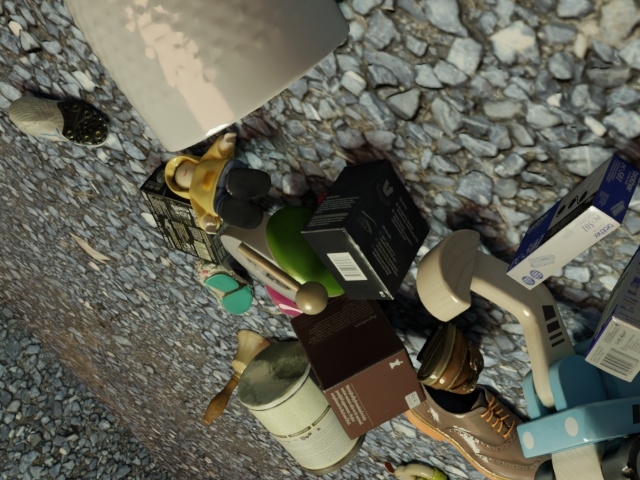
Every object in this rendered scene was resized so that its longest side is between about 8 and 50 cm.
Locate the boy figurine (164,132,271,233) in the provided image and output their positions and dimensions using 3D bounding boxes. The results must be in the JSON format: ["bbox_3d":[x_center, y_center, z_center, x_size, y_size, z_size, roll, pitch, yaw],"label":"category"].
[{"bbox_3d":[-0.184,-0.106,1.339,0.092,0.177,0.285,10,-170,-34],"label":"boy figurine"}]

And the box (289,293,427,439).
[{"bbox_3d":[0.069,0.224,1.454,0.203,0.167,0.168,59,175,50],"label":"box"}]

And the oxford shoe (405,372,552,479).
[{"bbox_3d":[0.337,0.378,1.541,0.364,0.130,0.132,24,141,17],"label":"oxford shoe"}]

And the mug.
[{"bbox_3d":[-0.125,-0.336,0.887,0.374,0.276,0.328,-26,111,22],"label":"mug"}]

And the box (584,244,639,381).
[{"bbox_3d":[0.430,0.099,1.048,0.072,0.137,0.126,26,148,16],"label":"box"}]

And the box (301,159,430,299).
[{"bbox_3d":[0.075,-0.015,1.204,0.093,0.158,0.156,-4,132,43],"label":"box"}]

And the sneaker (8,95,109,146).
[{"bbox_3d":[-0.515,-0.235,1.545,0.237,0.085,0.086,16,171,21],"label":"sneaker"}]

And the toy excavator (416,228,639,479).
[{"bbox_3d":[0.383,0.200,1.184,0.433,0.444,0.222,-2,156,-22],"label":"toy excavator"}]

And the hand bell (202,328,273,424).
[{"bbox_3d":[-0.216,0.351,1.905,0.126,0.242,0.126,24,147,17],"label":"hand bell"}]

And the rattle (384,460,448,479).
[{"bbox_3d":[0.235,0.660,2.019,0.200,0.142,0.130,-2,153,36],"label":"rattle"}]

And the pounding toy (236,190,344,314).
[{"bbox_3d":[0.000,0.000,1.275,0.183,0.237,0.110,45,122,2],"label":"pounding toy"}]

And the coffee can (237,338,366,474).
[{"bbox_3d":[-0.041,0.400,1.847,0.202,0.201,0.275,-2,134,44],"label":"coffee can"}]

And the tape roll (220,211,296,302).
[{"bbox_3d":[-0.081,0.032,1.448,0.219,0.072,0.219,34,165,10],"label":"tape roll"}]

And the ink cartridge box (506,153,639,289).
[{"bbox_3d":[0.330,-0.019,1.018,0.046,0.097,0.207,34,150,0],"label":"ink cartridge box"}]

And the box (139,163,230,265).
[{"bbox_3d":[-0.260,-0.051,1.547,0.148,0.077,0.180,18,146,26],"label":"box"}]

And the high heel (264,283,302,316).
[{"bbox_3d":[-0.011,0.129,1.591,0.117,0.082,0.244,-36,95,28],"label":"high heel"}]

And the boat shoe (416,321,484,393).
[{"bbox_3d":[0.236,0.208,1.333,0.105,0.110,0.307,32,-175,6],"label":"boat shoe"}]

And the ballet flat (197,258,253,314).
[{"bbox_3d":[-0.206,0.087,1.688,0.241,0.091,0.077,69,177,-62],"label":"ballet flat"}]
